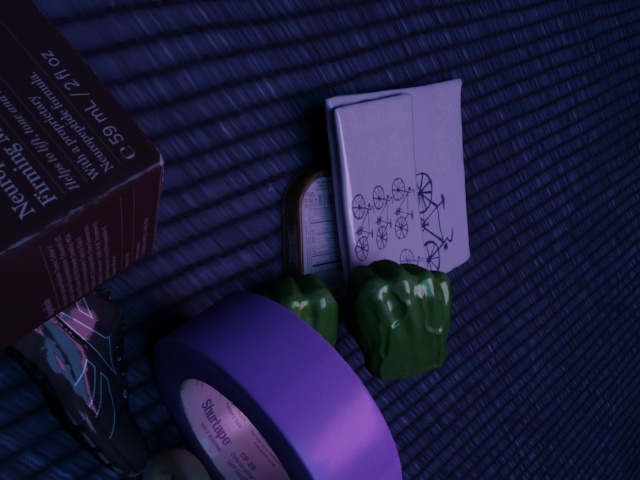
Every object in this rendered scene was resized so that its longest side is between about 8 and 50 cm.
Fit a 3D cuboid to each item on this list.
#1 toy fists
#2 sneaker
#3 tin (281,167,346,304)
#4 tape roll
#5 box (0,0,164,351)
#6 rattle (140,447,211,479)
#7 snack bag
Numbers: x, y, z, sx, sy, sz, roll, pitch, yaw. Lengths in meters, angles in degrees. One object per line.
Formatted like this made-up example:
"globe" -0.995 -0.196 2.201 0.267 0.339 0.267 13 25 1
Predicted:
"toy fists" 0.028 0.099 0.741 0.279 0.096 0.142 -9 119 -8
"sneaker" -0.220 0.112 0.573 0.106 0.101 0.267 -41 121 -34
"tin" 0.000 0.000 0.800 0.106 0.040 0.189 -9 102 -37
"tape roll" -0.052 0.191 0.615 0.090 0.275 0.274 -35 117 -34
"box" -0.245 -0.029 0.429 0.203 0.167 0.168 -38 83 -28
"rattle" -0.155 0.277 0.583 0.143 0.200 0.130 28 77 -41
"snack bag" 0.137 -0.062 0.888 0.343 0.037 0.323 -22 110 -46
